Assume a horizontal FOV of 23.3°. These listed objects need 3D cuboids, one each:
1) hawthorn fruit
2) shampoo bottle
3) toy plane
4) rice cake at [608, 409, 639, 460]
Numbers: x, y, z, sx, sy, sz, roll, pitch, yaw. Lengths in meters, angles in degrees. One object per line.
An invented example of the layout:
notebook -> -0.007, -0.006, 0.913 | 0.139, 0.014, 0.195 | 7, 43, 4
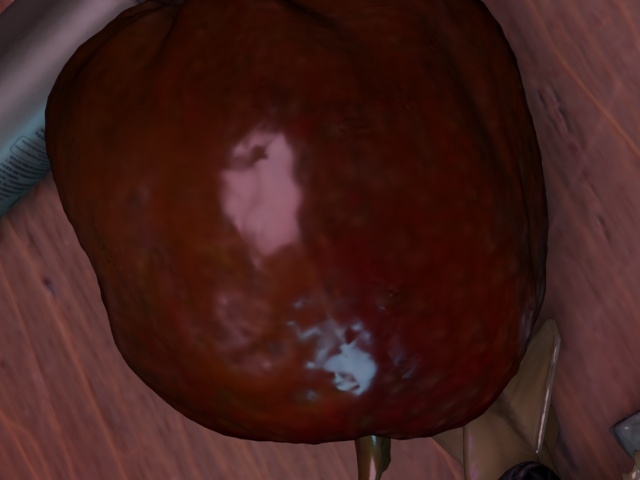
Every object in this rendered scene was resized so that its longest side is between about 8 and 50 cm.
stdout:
hawthorn fruit -> -0.006, -0.023, 0.774 | 0.258, 0.258, 0.262 | -42, 111, 16
shampoo bottle -> -0.154, -0.097, 0.883 | 0.262, 0.085, 0.085 | -40, 84, 16
toy plane -> 0.112, 0.177, 0.784 | 0.242, 0.104, 0.256 | -40, 42, 40
rice cake -> 0.256, 0.041, 0.801 | 0.245, 0.042, 0.045 | -41, 73, 15
